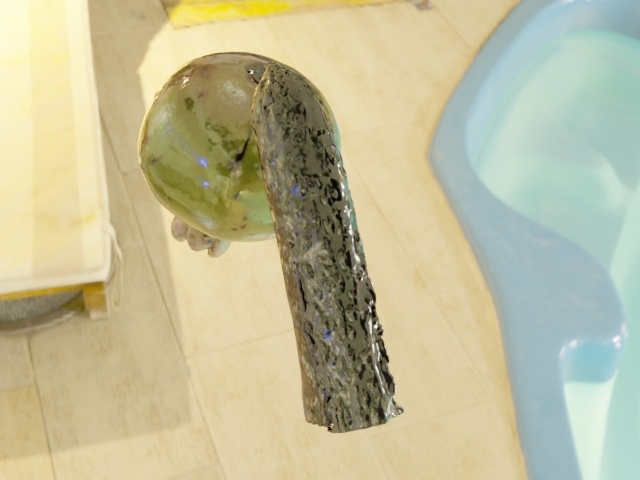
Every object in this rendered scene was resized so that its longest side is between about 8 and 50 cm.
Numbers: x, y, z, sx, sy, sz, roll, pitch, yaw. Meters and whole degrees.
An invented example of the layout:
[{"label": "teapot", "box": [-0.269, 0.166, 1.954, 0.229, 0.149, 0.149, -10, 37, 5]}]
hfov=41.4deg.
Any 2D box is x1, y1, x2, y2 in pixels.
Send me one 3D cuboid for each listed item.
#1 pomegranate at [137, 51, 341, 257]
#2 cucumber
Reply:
[{"label": "pomegranate", "box": [-0.067, -0.068, 0.773, 0.179, 0.210, 0.179, -4, 52, 5]}, {"label": "cucumber", "box": [0.000, 0.001, 0.560, 0.067, 0.067, 0.245, -9, 82, -17]}]
